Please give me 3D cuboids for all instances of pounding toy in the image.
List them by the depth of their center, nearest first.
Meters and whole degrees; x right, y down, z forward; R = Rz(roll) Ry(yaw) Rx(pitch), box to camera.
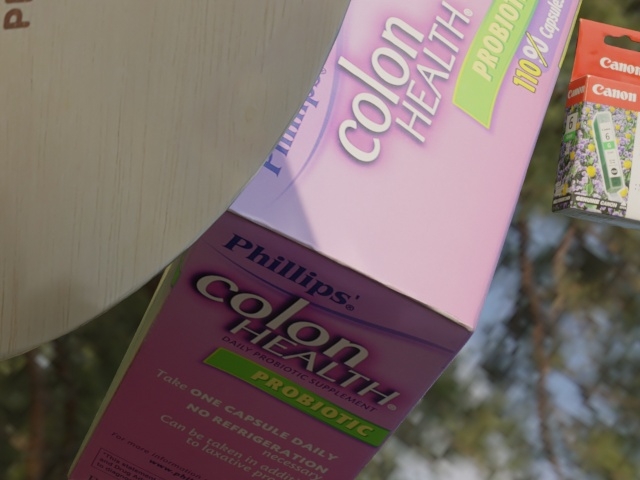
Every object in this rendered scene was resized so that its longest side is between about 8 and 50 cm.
[{"bbox_3d":[-0.076,-0.099,0.377,0.110,0.237,0.183,33,3,39],"label":"pounding toy"}]

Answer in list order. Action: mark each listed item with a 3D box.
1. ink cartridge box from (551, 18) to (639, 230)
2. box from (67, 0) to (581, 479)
[{"bbox_3d":[0.171,-0.067,1.088,0.063,0.115,0.029,11,-8,-14],"label":"ink cartridge box"},{"bbox_3d":[0.000,0.000,0.902,0.117,0.213,0.243,26,-40,-4],"label":"box"}]
